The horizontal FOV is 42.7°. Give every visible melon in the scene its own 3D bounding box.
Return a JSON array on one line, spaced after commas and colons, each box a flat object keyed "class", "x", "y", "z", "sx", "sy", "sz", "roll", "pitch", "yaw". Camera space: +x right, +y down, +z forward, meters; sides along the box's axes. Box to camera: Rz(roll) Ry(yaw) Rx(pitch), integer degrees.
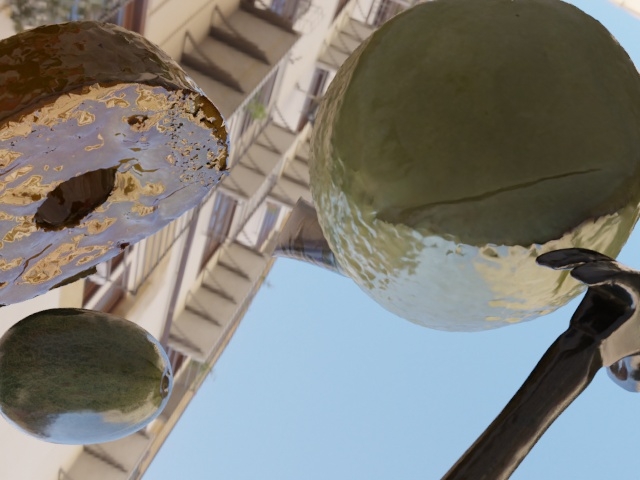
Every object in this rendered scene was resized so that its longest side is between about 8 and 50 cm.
[{"class": "melon", "x": -0.425, "y": 0.242, "z": 1.455, "sx": 0.330, "sy": 0.248, "sz": 0.248, "roll": 4, "pitch": -137, "yaw": 15}]

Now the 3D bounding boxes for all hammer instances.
[{"class": "hammer", "x": 0.073, "y": 0.180, "z": 0.500, "sx": 0.440, "sy": 0.168, "sz": 0.044, "roll": -46, "pitch": -138, "yaw": -18}]

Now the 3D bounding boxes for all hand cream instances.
[{"class": "hand cream", "x": 0.000, "y": 0.000, "z": 0.982, "sx": 0.058, "sy": 0.091, "sz": 0.271, "roll": 25, "pitch": 179, "yaw": -24}]

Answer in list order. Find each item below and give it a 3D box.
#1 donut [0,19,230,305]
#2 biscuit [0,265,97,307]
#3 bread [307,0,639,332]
[{"class": "donut", "x": -0.216, "y": -0.064, "z": 0.678, "sx": 0.278, "sy": 0.277, "sz": 0.108, "roll": -17, "pitch": -117, "yaw": -32}, {"class": "biscuit", "x": -0.582, "y": 0.026, "z": 1.630, "sx": 0.255, "sy": 0.029, "sz": 0.172, "roll": -21, "pitch": -90, "yaw": -37}, {"class": "bread", "x": 0.148, "y": -0.067, "z": 0.769, "sx": 0.321, "sy": 0.237, "sz": 0.320, "roll": 6, "pitch": -114, "yaw": -14}]
